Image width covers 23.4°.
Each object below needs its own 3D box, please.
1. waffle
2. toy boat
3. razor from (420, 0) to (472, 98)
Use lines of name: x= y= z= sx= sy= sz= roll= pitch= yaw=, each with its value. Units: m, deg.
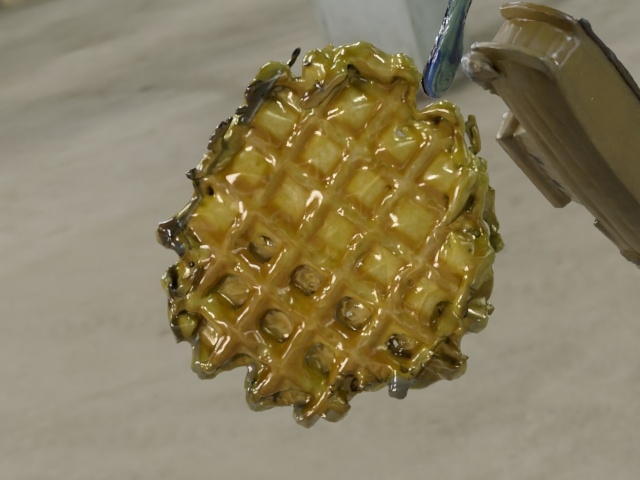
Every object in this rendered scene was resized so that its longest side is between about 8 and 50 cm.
waffle: x=0.000 y=0.001 z=1.126 sx=0.262 sy=0.280 sz=0.060 roll=-10 pitch=9 yaw=13
toy boat: x=0.231 y=-0.076 z=1.342 sx=0.121 sy=0.321 sz=0.089 roll=1 pitch=53 yaw=48
razor: x=0.158 y=-0.302 z=1.656 sx=0.093 sy=0.324 sz=0.056 roll=0 pitch=23 yaw=-25
